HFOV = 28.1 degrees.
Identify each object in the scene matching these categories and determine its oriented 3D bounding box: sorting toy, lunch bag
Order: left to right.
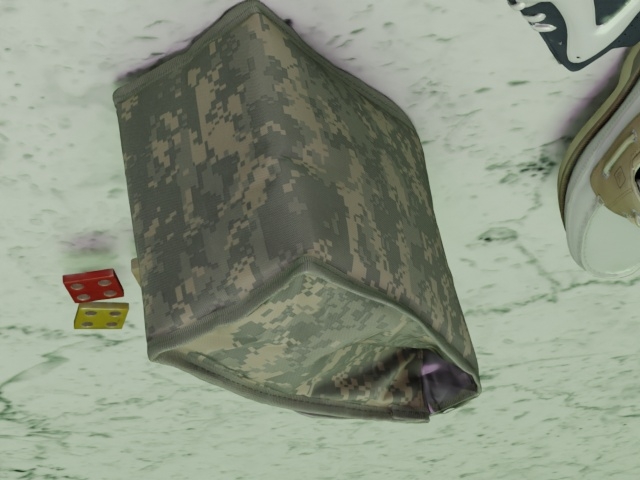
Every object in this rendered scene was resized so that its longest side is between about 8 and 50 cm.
[{"bbox_3d":[-0.105,0.027,1.178,0.275,0.046,0.132,-10,152,3],"label":"sorting toy"},{"bbox_3d":[0.000,0.000,0.953,0.169,0.235,0.287,-30,145,26],"label":"lunch bag"}]

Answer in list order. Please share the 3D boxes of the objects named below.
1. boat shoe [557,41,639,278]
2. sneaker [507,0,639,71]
[{"bbox_3d":[0.266,-0.056,1.005,0.113,0.103,0.302,-2,141,-8],"label":"boat shoe"},{"bbox_3d":[0.133,-0.165,0.827,0.235,0.094,0.153,-11,147,-10],"label":"sneaker"}]
